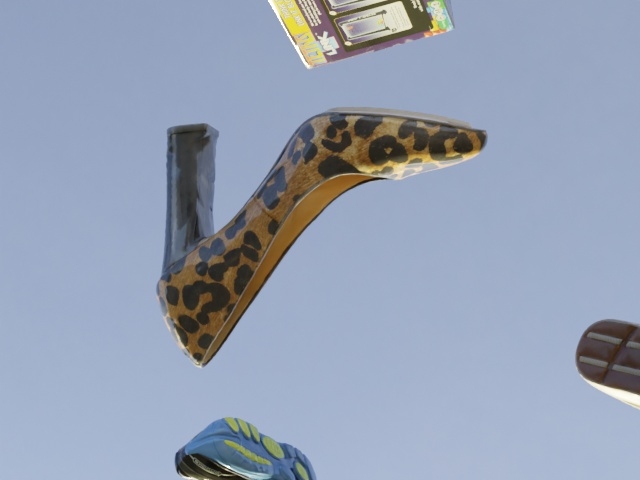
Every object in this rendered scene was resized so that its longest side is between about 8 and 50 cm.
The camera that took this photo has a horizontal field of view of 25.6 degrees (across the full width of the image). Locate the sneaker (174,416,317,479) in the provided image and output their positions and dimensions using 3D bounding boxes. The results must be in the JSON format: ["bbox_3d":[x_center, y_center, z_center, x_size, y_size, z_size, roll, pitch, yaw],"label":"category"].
[{"bbox_3d":[-0.059,0.214,1.244,0.078,0.067,0.188,-27,-43,22],"label":"sneaker"}]

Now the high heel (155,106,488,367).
[{"bbox_3d":[0.000,0.000,1.045,0.261,0.093,0.186,-3,-98,23],"label":"high heel"}]

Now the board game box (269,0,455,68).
[{"bbox_3d":[0.026,-0.227,1.197,0.141,0.048,0.170,-12,-31,13],"label":"board game box"}]

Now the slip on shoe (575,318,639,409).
[{"bbox_3d":[0.188,0.074,0.690,0.041,0.135,0.051,28,-100,-44],"label":"slip on shoe"}]
